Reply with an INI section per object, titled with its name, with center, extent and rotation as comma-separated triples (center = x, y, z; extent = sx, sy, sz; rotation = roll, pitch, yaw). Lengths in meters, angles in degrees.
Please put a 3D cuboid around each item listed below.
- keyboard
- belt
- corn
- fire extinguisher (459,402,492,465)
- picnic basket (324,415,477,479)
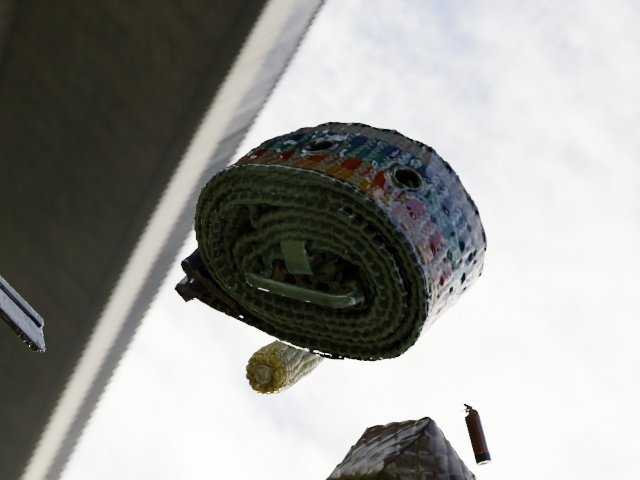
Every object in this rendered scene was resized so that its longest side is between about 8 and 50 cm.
[keyboard]
center = -0.436, 0.061, 2.182
extent = 0.231, 0.023, 0.072
rotation = 53, 11, -38
[belt]
center = 0.000, 0.000, 1.607
extent = 0.295, 0.160, 0.207
rotation = 17, -53, 27
[corn]
center = -0.044, 0.166, 2.297
extent = 0.072, 0.203, 0.072
rotation = 3, -80, 20
[fire extinguisher]
center = 0.200, 0.249, 2.150
extent = 0.022, 0.028, 0.083
rotation = -34, -119, 43
[picnic basket]
center = 0.106, 0.278, 1.722
extent = 0.178, 0.128, 0.138
rotation = 48, -29, -13
